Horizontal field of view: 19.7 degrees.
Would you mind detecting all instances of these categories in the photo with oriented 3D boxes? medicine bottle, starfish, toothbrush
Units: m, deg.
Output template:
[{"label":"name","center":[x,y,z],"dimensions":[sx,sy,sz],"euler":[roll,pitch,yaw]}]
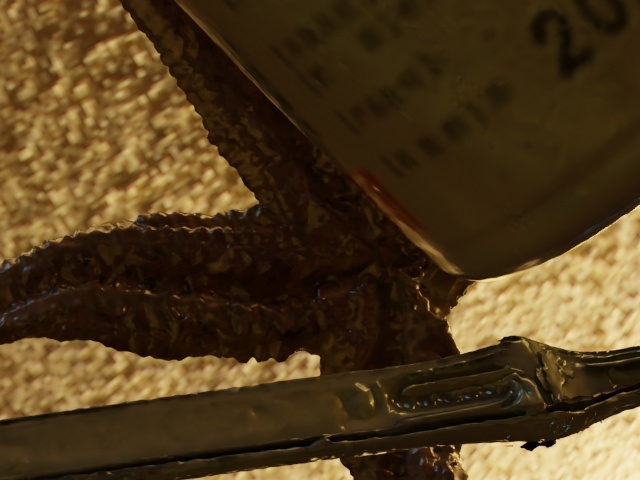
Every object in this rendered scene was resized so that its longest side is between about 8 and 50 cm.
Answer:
[{"label":"medicine bottle","center":[0.001,-0.179,0.687],"dimensions":[0.371,0.211,0.211],"euler":[45,-54,-11]},{"label":"starfish","center":[0.000,-0.004,0.949],"dimensions":[0.384,0.132,0.398],"euler":[16,-79,-11]},{"label":"toothbrush","center":[0.020,0.036,0.411],"dimensions":[0.294,0.026,0.028],"euler":[-10,-38,-12]}]
